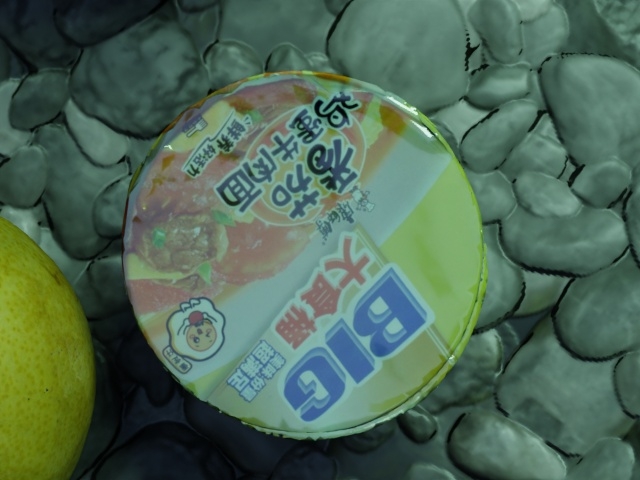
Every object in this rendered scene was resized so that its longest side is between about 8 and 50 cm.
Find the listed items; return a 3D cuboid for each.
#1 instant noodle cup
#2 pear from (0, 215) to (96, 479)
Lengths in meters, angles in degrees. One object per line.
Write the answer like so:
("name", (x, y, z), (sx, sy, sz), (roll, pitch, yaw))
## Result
("instant noodle cup", (0.000, 0.000, 1.027), (0.205, 0.153, 0.205), (1, 96, 8))
("pear", (-0.232, 0.075, 1.033), (0.209, 0.209, 0.209), (0, 94, 7))
